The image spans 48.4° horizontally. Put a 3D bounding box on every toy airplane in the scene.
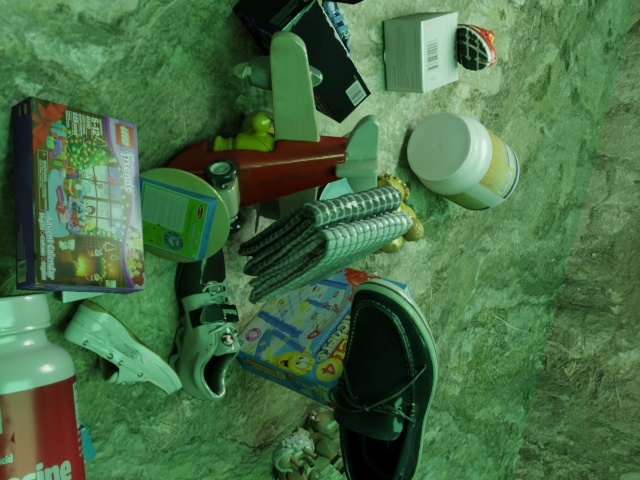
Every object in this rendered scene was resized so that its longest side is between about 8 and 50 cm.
[{"bbox_3d":[-0.067,-0.179,1.412,0.384,0.272,0.386,27,113,-39],"label":"toy airplane"}]

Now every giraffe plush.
[{"bbox_3d":[0.183,-0.083,1.863,0.210,0.181,0.171,-34,106,-27],"label":"giraffe plush"}]

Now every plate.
[{"bbox_3d":[0.043,-0.073,1.783,0.188,0.024,0.188,-19,115,-47],"label":"plate"}]

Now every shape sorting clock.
[{"bbox_3d":[-0.264,-0.044,1.287,0.040,0.206,0.206,-74,154,-52],"label":"shape sorting clock"}]

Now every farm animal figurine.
[{"bbox_3d":[0.015,0.542,1.853,0.326,0.172,0.330,-32,134,-27],"label":"farm animal figurine"}]

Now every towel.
[{"bbox_3d":[0.000,0.000,1.357,0.235,0.283,0.121,-17,79,-42],"label":"towel"}]

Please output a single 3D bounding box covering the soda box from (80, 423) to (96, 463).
[{"bbox_3d":[-0.499,0.398,1.229,0.210,0.067,0.071,-35,127,-39],"label":"soda box"}]

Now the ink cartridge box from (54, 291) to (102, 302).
[{"bbox_3d":[-0.411,0.067,1.260,0.115,0.029,0.063,-11,110,-50],"label":"ink cartridge box"}]

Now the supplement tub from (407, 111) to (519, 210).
[{"bbox_3d":[0.404,-0.222,2.017,0.316,0.228,0.228,18,87,-52],"label":"supplement tub"}]

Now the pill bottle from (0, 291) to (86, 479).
[{"bbox_3d":[-0.474,0.288,1.051,0.229,0.229,0.408,-6,89,-50],"label":"pill bottle"}]

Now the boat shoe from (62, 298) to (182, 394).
[{"bbox_3d":[-0.368,0.221,1.318,0.096,0.098,0.277,-55,130,-21],"label":"boat shoe"}]

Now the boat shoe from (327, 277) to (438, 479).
[{"bbox_3d":[0.117,0.308,1.387,0.156,0.186,0.500,-35,133,-46],"label":"boat shoe"}]

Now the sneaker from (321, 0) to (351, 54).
[{"bbox_3d":[0.038,-0.481,1.614,0.053,0.059,0.144,-35,126,-38],"label":"sneaker"}]

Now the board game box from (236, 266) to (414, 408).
[{"bbox_3d":[0.007,0.196,1.602,0.308,0.301,0.086,-51,136,-29],"label":"board game box"}]

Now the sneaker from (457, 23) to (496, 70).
[{"bbox_3d":[0.415,-0.531,1.895,0.118,0.279,0.107,-9,121,-8],"label":"sneaker"}]

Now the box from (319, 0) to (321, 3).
[{"bbox_3d":[-0.049,-0.514,1.520,0.136,0.028,0.081,-2,103,-53],"label":"box"}]

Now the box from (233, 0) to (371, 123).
[{"bbox_3d":[-0.034,-0.382,1.443,0.103,0.184,0.261,-44,136,-4],"label":"box"}]

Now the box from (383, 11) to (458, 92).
[{"bbox_3d":[0.262,-0.488,1.841,0.182,0.119,0.181,-30,123,-43],"label":"box"}]

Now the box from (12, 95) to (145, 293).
[{"bbox_3d":[-0.383,-0.064,1.141,0.201,0.057,0.293,8,72,-53],"label":"box"}]

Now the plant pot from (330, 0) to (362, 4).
[{"bbox_3d":[0.075,-0.617,1.504,0.188,0.167,0.188,-14,102,-48],"label":"plant pot"}]

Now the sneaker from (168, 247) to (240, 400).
[{"bbox_3d":[-0.214,0.166,1.448,0.122,0.146,0.331,-5,104,-49],"label":"sneaker"}]
